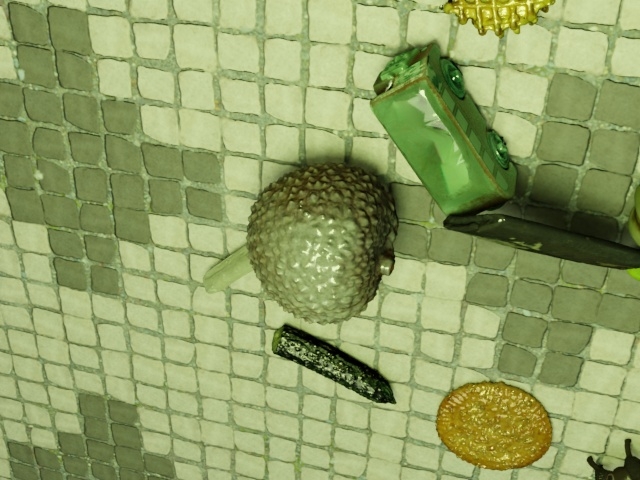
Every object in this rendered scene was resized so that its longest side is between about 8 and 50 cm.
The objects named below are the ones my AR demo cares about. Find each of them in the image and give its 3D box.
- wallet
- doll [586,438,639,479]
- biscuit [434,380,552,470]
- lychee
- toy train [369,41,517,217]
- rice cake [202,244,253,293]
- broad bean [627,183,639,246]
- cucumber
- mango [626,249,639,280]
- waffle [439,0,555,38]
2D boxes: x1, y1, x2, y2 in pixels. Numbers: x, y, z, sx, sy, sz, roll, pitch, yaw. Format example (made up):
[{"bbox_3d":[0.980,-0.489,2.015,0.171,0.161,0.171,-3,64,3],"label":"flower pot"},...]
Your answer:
[{"bbox_3d":[0.376,0.004,1.467,0.321,0.170,0.044,11,88,-24],"label":"wallet"},{"bbox_3d":[0.614,0.482,1.776,0.139,0.165,0.057,-37,110,29],"label":"doll"},{"bbox_3d":[0.368,0.401,1.880,0.254,0.035,0.253,8,124,12],"label":"biscuit"},{"bbox_3d":[0.001,0.001,1.569,0.300,0.300,0.300,9,125,13],"label":"lychee"},{"bbox_3d":[0.215,-0.167,1.473,0.129,0.159,0.326,-24,114,32],"label":"toy train"},{"bbox_3d":[-0.143,0.034,1.789,0.256,0.057,0.052,-32,91,33],"label":"rice cake"},{"bbox_3d":[0.628,-0.024,1.414,0.263,0.189,0.121,12,130,26],"label":"broad bean"},{"bbox_3d":[0.033,0.270,1.881,0.300,0.072,0.072,27,127,-4],"label":"cucumber"},{"bbox_3d":[0.594,0.046,1.552,0.108,0.056,0.073,-2,114,24],"label":"mango"},{"bbox_3d":[0.272,-0.412,1.344,0.197,0.070,0.193,29,127,1],"label":"waffle"}]
